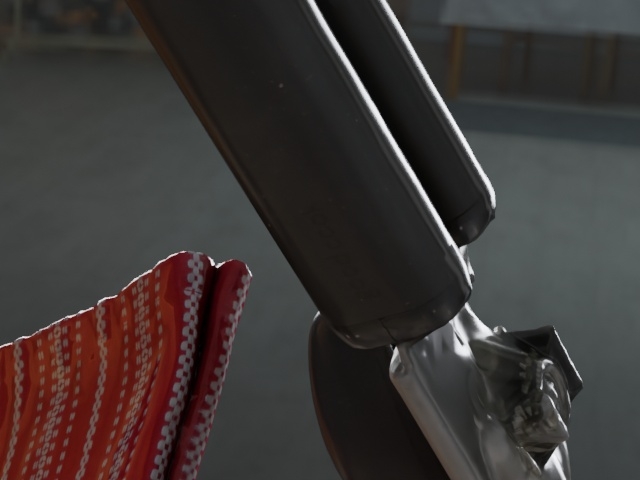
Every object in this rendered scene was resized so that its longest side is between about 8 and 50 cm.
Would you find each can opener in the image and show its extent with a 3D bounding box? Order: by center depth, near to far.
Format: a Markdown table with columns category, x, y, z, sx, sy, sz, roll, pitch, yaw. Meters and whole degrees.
| category | x | y | z | sx | sy | sz | roll | pitch | yaw |
| --- | --- | --- | --- | --- | --- | --- | --- | --- | --- |
| can opener | 0.000 | 0.000 | 0.570 | 0.095 | 0.283 | 0.076 | -16 | 31 | 28 |

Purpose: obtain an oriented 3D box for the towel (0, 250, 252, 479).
| category | x | y | z | sx | sy | sz | roll | pitch | yaw |
| --- | --- | --- | --- | --- | --- | --- | --- | --- | --- |
| towel | -0.136 | 0.118 | 0.694 | 0.031 | 0.199 | 0.275 | 31 | -32 | -28 |
